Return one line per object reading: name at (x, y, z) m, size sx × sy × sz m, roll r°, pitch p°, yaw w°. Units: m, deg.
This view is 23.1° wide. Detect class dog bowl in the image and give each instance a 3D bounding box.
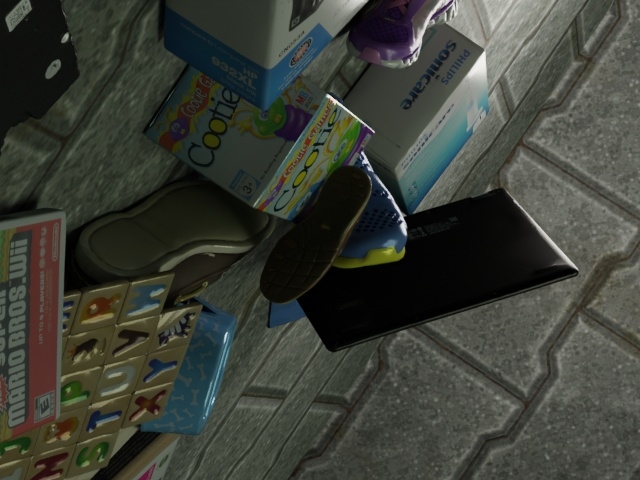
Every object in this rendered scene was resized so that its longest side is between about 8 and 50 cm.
dog bowl at (-0.162, 0.161, 1.981) m, size 0.297 × 0.074 × 0.166 m, roll -65°, pitch 171°, yaw -87°

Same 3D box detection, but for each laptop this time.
laptop at (0.139, 0.091, 2.393) m, size 0.382 × 0.408 × 0.236 m, roll -17°, pitch 123°, yaw -12°

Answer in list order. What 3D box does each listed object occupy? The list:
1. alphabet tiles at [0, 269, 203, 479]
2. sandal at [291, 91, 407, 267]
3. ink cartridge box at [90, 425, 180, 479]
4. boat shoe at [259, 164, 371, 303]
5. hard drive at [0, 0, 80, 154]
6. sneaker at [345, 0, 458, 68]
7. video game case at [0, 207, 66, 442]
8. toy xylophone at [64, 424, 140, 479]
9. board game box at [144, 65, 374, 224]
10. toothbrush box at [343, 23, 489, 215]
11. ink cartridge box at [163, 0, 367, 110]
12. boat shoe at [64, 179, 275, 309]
alphabet tiles at (-0.277, 0.159, 1.595) m, size 0.342 × 0.011 × 0.285 m, roll -12°, pitch 137°, yaw -42°
sandal at (0.015, -0.078, 1.902) m, size 0.126 × 0.317 × 0.138 m, roll -8°, pitch 124°, yaw -21°
ink cartridge box at (-0.294, 0.339, 2.115) m, size 0.193 × 0.088 × 0.235 m, roll -41°, pitch 160°, yaw -46°
boat shoe at (0.000, -0.001, 1.747) m, size 0.178 × 0.064 × 0.060 m, roll -54°, pitch 166°, yaw -4°
hard drive at (-0.277, -0.126, 1.050) m, size 0.237 × 0.064 × 0.339 m, roll -52°, pitch 168°, yaw -18°
sneaker at (0.110, -0.305, 1.992) m, size 0.236 × 0.095 × 0.104 m, roll -50°, pitch 160°, yaw -46°
video game case at (-0.304, 0.085, 1.351) m, size 0.285 × 0.025 × 0.204 m, roll -17°, pitch 112°, yaw -67°
toy xylophone at (-0.293, 0.212, 1.808) m, size 0.322 × 0.081 × 0.236 m, roll -42°, pitch 161°, yaw -45°
board game box at (-0.057, -0.117, 1.704) m, size 0.144 × 0.142 × 0.275 m, roll -57°, pitch 168°, yaw 4°
toothbrush box at (0.136, -0.182, 2.292) m, size 0.216 × 0.126 × 0.295 m, roll -53°, pitch 168°, yaw -5°
ink cartridge box at (-0.023, -0.300, 1.396) m, size 0.223 × 0.129 × 0.307 m, roll -49°, pitch 166°, yaw -27°
boat shoe at (-0.166, 0.017, 1.716) m, size 0.324 × 0.116 × 0.097 m, roll -26°, pitch 150°, yaw -58°
